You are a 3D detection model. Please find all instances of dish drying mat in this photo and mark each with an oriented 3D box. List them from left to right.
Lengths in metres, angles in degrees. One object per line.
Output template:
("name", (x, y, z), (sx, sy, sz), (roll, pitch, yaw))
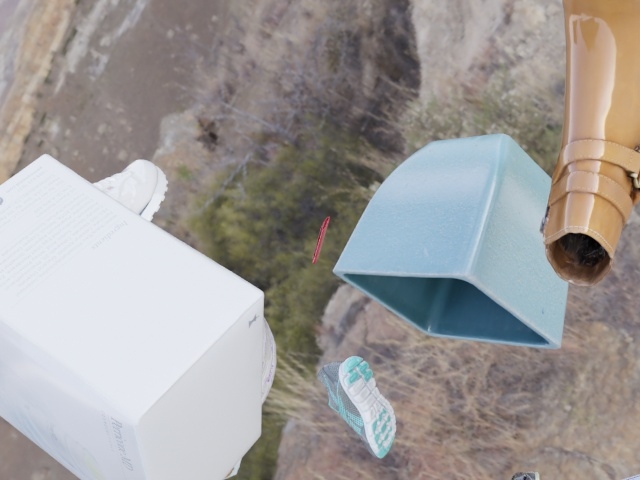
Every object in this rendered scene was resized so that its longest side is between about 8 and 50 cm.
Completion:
("dish drying mat", (0.000, 0.000, 1.297), (0.083, 0.008, 0.032), (105, -173, -47))

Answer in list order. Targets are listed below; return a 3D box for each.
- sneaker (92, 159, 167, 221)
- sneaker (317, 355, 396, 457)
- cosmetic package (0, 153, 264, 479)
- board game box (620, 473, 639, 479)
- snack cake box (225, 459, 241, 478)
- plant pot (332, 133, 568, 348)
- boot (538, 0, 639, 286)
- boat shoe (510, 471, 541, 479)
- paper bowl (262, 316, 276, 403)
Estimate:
("sneaker", (-0.268, -0.039, 1.017), (0.090, 0.095, 0.235), (-33, 26, 33))
("sneaker", (0.051, 0.233, 1.151), (0.076, 0.166, 0.065), (-5, 24, 42))
("cosmetic package", (-0.172, 0.093, 0.655), (0.138, 0.225, 0.224), (-48, -23, -34))
("board game box", (0.375, 0.233, 0.503), (0.318, 0.318, 0.065), (-131, 31, -65))
("snack cake box", (-0.261, 0.391, 1.511), (0.089, 0.264, 0.152), (33, 117, 36))
("plant pot", (0.216, -0.011, 1.192), (0.247, 0.248, 0.252), (-1, 62, 47))
("boot", (0.239, -0.104, 0.715), (0.109, 0.283, 0.220), (15, 68, 24))
("boat shoe", (0.378, 0.452, 1.493), (0.152, 0.049, 0.056), (66, -162, -73))
("paper bowl", (-0.211, 0.197, 1.299), (0.285, 0.148, 0.284), (-7, 56, 10))
